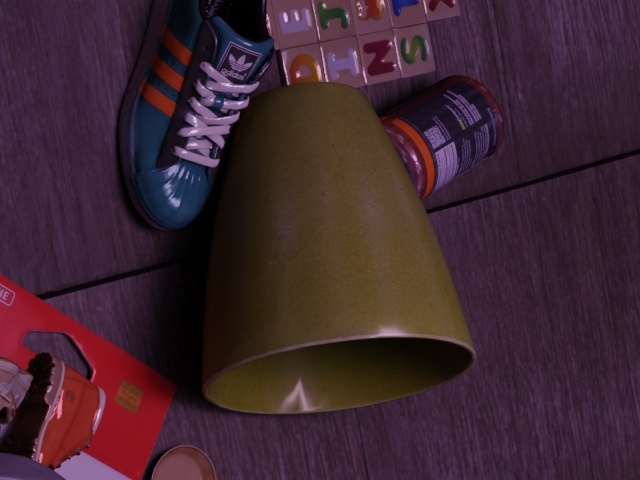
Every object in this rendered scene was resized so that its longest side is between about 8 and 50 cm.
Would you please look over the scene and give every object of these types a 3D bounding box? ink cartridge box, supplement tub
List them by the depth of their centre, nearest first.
[{"bbox_3d":[-0.267,0.189,1.821,0.296,0.066,0.261,35,67,-35],"label":"ink cartridge box"},{"bbox_3d":[0.106,-0.102,2.137,0.198,0.106,0.106,-31,108,-37],"label":"supplement tub"}]

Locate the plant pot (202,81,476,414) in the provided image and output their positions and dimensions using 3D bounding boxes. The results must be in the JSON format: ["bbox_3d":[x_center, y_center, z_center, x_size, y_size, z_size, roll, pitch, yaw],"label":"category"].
[{"bbox_3d":[0.000,0.000,1.963,0.275,0.275,0.293,9,65,-41],"label":"plant pot"}]

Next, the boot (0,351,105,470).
[{"bbox_3d":[-0.245,0.190,1.760,0.085,0.059,0.158,34,66,-40],"label":"boot"}]

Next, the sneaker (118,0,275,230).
[{"bbox_3d":[-0.117,-0.160,1.934,0.108,0.121,0.302,16,77,-39],"label":"sneaker"}]

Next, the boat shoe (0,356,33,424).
[{"bbox_3d":[-0.294,0.129,1.675,0.170,0.063,0.059,49,56,-73],"label":"boat shoe"}]

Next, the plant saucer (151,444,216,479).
[{"bbox_3d":[-0.142,0.249,1.959,0.083,0.015,0.083,3,85,-41],"label":"plant saucer"}]

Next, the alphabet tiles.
[{"bbox_3d":[0.022,-0.310,2.137,0.343,0.011,0.285,-15,98,-41],"label":"alphabet tiles"}]

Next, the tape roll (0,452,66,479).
[{"bbox_3d":[-0.291,0.297,1.677,0.219,0.072,0.219,-3,104,-12],"label":"tape roll"}]
